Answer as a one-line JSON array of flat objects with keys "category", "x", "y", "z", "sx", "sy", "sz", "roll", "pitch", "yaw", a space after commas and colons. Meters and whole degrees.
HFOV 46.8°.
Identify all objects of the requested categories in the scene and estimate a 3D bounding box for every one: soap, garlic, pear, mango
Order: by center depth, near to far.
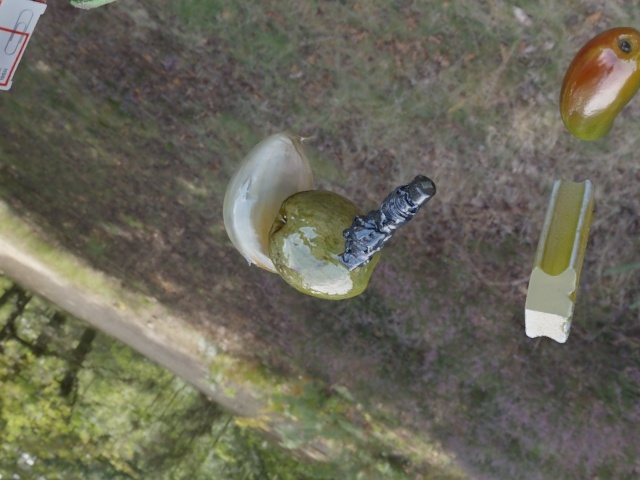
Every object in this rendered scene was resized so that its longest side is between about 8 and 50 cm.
[{"category": "soap", "x": 0.384, "y": 0.030, "z": 1.182, "sx": 0.073, "sy": 0.232, "sz": 0.140, "roll": 9, "pitch": 145, "yaw": 24}, {"category": "pear", "x": 0.000, "y": 0.000, "z": 1.407, "sx": 0.211, "sy": 0.188, "sz": 0.228, "roll": 35, "pitch": -157, "yaw": -29}, {"category": "mango", "x": 0.532, "y": -0.291, "z": 1.413, "sx": 0.129, "sy": 0.146, "sz": 0.289, "roll": 51, "pitch": 157, "yaw": 26}, {"category": "garlic", "x": -0.105, "y": -0.071, "z": 1.598, "sx": 0.250, "sy": 0.312, "sz": 0.286, "roll": -9, "pitch": -168, "yaw": 16}]

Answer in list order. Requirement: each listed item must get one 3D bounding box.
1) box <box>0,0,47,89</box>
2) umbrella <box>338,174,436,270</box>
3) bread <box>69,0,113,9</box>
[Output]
[{"category": "box", "x": -0.555, "y": -0.349, "z": 1.209, "sx": 0.099, "sy": 0.182, "sz": 0.133, "roll": 47, "pitch": -157, "yaw": 22}, {"category": "umbrella", "x": 0.095, "y": -0.030, "z": 1.137, "sx": 0.071, "sy": 0.080, "sz": 0.224, "roll": 22, "pitch": 144, "yaw": -21}, {"category": "bread", "x": -0.266, "y": -0.460, "z": 1.129, "sx": 0.301, "sy": 0.301, "sz": 0.045, "roll": 14, "pitch": 156, "yaw": 46}]
